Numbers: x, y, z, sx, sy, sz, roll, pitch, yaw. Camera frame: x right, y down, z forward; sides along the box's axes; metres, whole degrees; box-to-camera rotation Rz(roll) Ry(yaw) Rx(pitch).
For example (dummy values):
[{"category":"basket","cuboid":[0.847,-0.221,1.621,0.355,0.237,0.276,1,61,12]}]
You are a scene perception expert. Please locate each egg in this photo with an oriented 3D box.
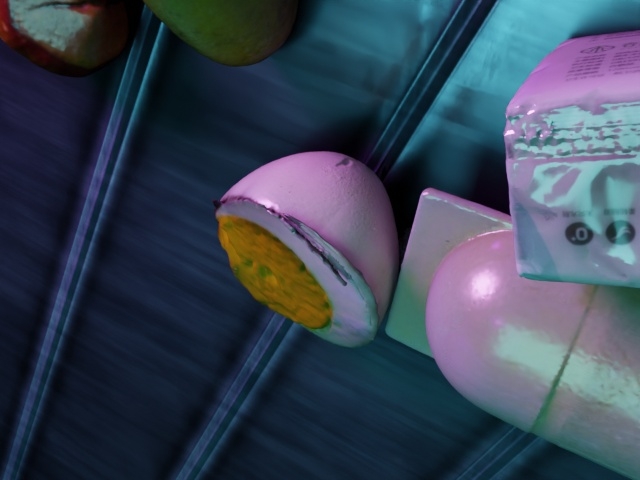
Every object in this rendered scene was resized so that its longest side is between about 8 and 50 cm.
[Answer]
[{"category":"egg","cuboid":[0.004,0.002,0.972,0.264,0.174,0.286,34,151,18]}]

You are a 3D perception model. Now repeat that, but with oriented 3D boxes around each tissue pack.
[{"category":"tissue pack","cuboid":[0.368,-0.083,0.641,0.356,0.266,0.194,2,117,30]}]

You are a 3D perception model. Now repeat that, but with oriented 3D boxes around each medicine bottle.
[{"category":"medicine bottle","cuboid":[0.275,0.104,0.818,0.406,0.236,0.236,23,125,17]}]

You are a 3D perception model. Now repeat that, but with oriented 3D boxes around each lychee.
[{"category":"lychee","cuboid":[0.132,0.016,0.965,0.067,0.068,0.083,19,135,-32]}]

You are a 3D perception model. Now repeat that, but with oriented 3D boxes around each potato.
[{"category":"potato","cuboid":[-0.087,-0.324,0.854,0.112,0.269,0.255,1,144,29]}]

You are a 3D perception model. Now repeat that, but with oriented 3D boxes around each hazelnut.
[{"category":"hazelnut","cuboid":[-0.357,-0.329,0.999,0.181,0.181,0.212,-7,117,2]}]
